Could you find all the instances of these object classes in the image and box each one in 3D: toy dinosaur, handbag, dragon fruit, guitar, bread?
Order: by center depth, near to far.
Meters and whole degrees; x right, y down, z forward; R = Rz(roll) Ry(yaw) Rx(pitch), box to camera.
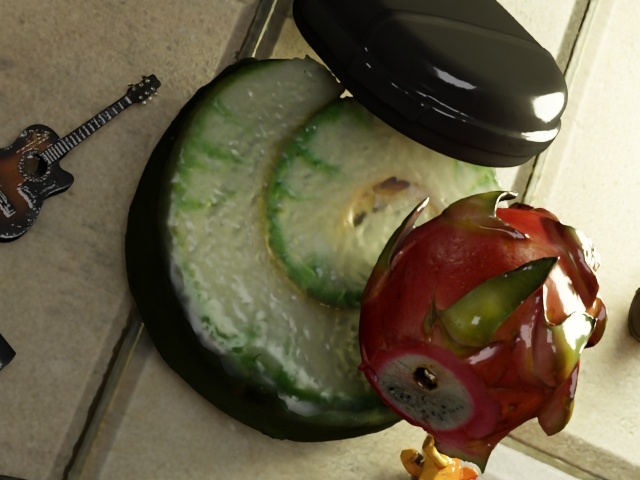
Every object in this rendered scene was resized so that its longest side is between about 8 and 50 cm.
[{"bbox_3d":[0.144,0.064,1.442,0.224,0.224,0.227,38,59,-9],"label":"dragon fruit"},{"bbox_3d":[-0.242,-0.089,1.575,0.233,0.025,0.088,-39,93,-24],"label":"guitar"},{"bbox_3d":[0.000,0.000,1.589,0.366,0.129,0.382,-23,86,-26],"label":"bread"},{"bbox_3d":[0.102,-0.186,1.596,0.254,0.093,0.308,7,34,-40],"label":"handbag"},{"bbox_3d":[0.103,0.287,1.601,0.117,0.070,0.288,31,74,-12],"label":"toy dinosaur"}]

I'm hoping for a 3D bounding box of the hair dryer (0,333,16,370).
[{"bbox_3d":[-0.394,0.097,1.471,0.195,0.050,0.173,-42,94,-19],"label":"hair dryer"}]

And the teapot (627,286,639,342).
[{"bbox_3d":[0.369,0.075,1.745,0.068,0.076,0.121,18,43,-26],"label":"teapot"}]

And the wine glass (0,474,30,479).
[{"bbox_3d":[-0.231,0.279,1.447,0.241,0.126,0.126,18,73,-18],"label":"wine glass"}]
